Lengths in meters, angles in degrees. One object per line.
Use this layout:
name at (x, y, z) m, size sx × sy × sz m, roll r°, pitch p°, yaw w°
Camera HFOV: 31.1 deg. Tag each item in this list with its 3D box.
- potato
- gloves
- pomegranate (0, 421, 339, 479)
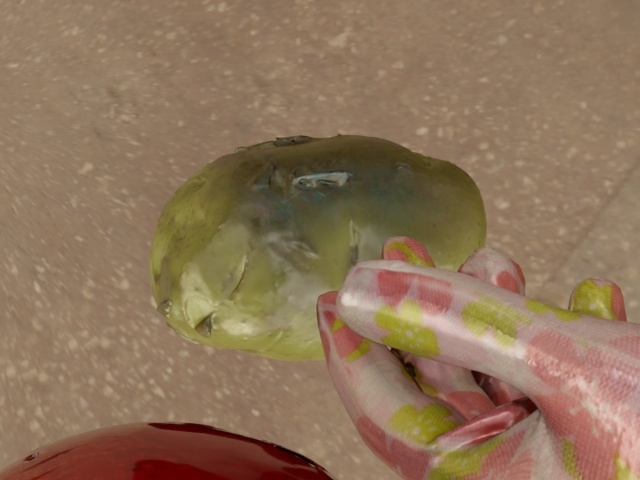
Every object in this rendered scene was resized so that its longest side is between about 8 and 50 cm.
potato at (0.000, 0.000, 0.826) m, size 0.248 × 0.143 × 0.169 m, roll -9°, pitch 69°, yaw -12°
gloves at (0.092, 0.072, 0.460) m, size 0.145 × 0.241 × 0.126 m, roll -4°, pitch 99°, yaw -52°
pomegranate at (-0.060, 0.177, 0.401) m, size 0.210 × 0.210 × 0.235 m, roll 4°, pitch 116°, yaw -20°
